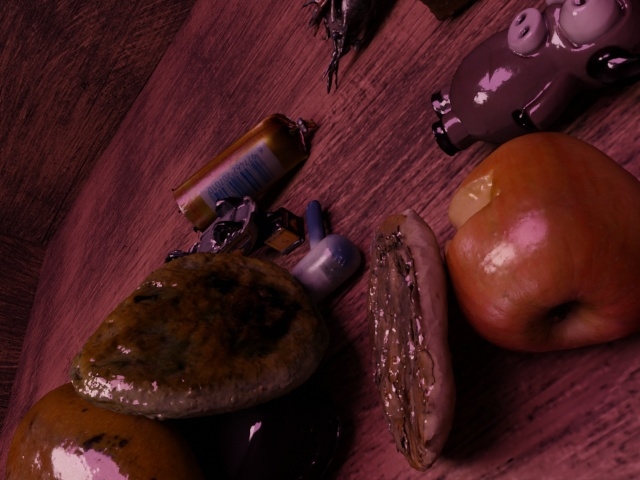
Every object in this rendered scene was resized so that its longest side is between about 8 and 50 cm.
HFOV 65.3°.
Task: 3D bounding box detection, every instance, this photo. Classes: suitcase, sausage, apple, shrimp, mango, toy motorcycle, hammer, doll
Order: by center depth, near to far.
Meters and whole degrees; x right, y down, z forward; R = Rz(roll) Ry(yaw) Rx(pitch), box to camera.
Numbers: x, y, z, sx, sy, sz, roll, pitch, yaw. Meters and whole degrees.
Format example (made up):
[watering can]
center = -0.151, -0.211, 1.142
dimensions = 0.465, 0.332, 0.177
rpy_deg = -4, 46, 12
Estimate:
[apple]
center = 0.198, -0.003, 0.440
dimensions = 0.199, 0.199, 0.199
rpy_deg = -31, 46, 39
[doll]
center = 0.242, -0.196, 0.554
dimensions = 0.257, 0.117, 0.181
rpy_deg = -32, 40, 41
[mango]
center = -0.242, 0.268, 0.567
dimensions = 0.330, 0.176, 0.176
rpy_deg = 0, 28, 46
[suitcase]
center = -0.151, 0.307, 0.690
dimensions = 0.339, 0.188, 0.345
rpy_deg = 31, 95, 54
[hammer]
center = 0.000, 0.000, 0.799
dimensions = 0.116, 0.070, 0.193
rpy_deg = -45, 34, 29
[toy motorcycle]
center = -0.170, 0.016, 0.934
dimensions = 0.263, 0.157, 0.090
rpy_deg = -35, 41, 33
[shrimp]
center = 0.066, -0.476, 0.965
dimensions = 0.137, 0.172, 0.371
rpy_deg = 41, 124, 35
[sausage]
center = -0.143, -0.149, 0.999
dimensions = 0.317, 0.117, 0.125
rpy_deg = -39, 59, -1

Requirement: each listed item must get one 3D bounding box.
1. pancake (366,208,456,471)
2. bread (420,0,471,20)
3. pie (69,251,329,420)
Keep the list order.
[pancake]
center = 0.086, 0.097, 0.523
dimensions = 0.282, 0.049, 0.282
rpy_deg = 180, 90, -85
[bread]
center = 0.299, -0.504, 0.681
dimensions = 0.417, 0.113, 0.165
rpy_deg = -31, 48, 37
[pie]
center = -0.138, 0.108, 0.637
dimensions = 0.323, 0.323, 0.070
rpy_deg = -137, 40, -55
